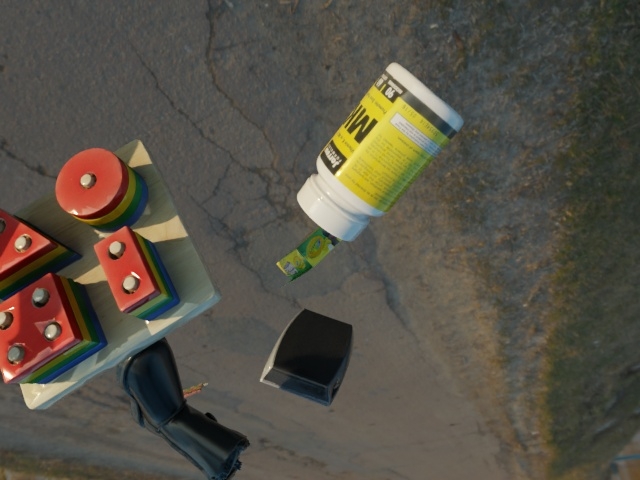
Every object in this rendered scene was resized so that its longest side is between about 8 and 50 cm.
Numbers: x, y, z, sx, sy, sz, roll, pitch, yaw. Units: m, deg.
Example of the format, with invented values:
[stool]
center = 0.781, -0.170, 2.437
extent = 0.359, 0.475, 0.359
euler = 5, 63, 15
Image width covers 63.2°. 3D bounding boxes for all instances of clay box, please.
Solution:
[clay box]
center = 0.000, 0.000, 1.041
extent = 0.053, 0.222, 0.127
euler = 49, 153, -3

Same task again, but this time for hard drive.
[hard drive]
center = -0.017, 0.247, 1.167
extent = 0.171, 0.255, 0.054
euler = 18, 117, 8

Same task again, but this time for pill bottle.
[pill bottle]
center = 0.070, -0.106, 0.663
extent = 0.119, 0.119, 0.209
euler = 25, 113, -38

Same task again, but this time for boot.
[boot]
center = -0.204, 0.269, 0.815
extent = 0.207, 0.094, 0.247
euler = 27, 135, 17

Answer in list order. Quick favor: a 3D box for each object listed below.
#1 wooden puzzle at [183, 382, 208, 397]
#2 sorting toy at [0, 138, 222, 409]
[wooden puzzle]
center = -0.302, 0.353, 1.219
extent = 0.083, 0.006, 0.049
euler = -20, -175, -4
[sorting toy]
center = -0.293, 0.023, 0.626
extent = 0.257, 0.256, 0.089
euler = -32, 158, 0
